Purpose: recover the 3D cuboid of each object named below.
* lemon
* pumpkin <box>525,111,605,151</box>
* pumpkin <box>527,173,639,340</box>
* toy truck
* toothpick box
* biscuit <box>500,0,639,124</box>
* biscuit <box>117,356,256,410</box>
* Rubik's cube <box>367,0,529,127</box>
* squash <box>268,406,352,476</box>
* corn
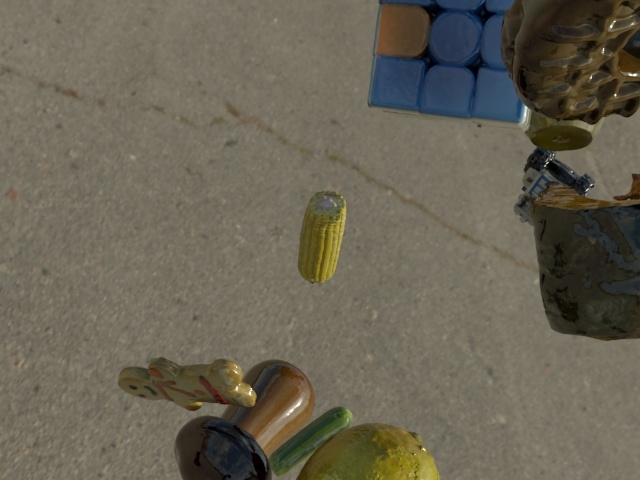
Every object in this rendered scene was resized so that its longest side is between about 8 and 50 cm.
[{"bbox_3d":[0.070,0.424,1.323,0.236,0.236,0.263,23,73,-23],"label":"lemon"},{"bbox_3d":[0.538,-0.262,1.776,0.217,0.217,0.110,3,72,-41],"label":"pumpkin"},{"bbox_3d":[0.486,0.010,1.286,0.256,0.303,0.225,-76,154,-72],"label":"pumpkin"},{"bbox_3d":[0.541,-0.118,1.967,0.161,0.177,0.213,39,20,11],"label":"toy truck"},{"bbox_3d":[-0.134,0.356,1.516,0.192,0.192,0.294,43,41,3],"label":"toothpick box"},{"bbox_3d":[0.348,-0.240,0.860,0.332,0.332,0.103,2,59,-41],"label":"biscuit"},{"bbox_3d":[-0.221,0.235,1.322,0.153,0.234,0.030,69,27,-47],"label":"biscuit"},{"bbox_3d":[0.275,-0.374,1.584,0.292,0.290,0.291,9,8,16],"label":"Rubik's cube"},{"bbox_3d":[-0.022,0.463,1.903,0.229,0.066,0.066,-35,74,-11],"label":"squash"},{"bbox_3d":[0.000,0.000,1.568,0.081,0.248,0.081,3,55,-4],"label":"corn"}]
